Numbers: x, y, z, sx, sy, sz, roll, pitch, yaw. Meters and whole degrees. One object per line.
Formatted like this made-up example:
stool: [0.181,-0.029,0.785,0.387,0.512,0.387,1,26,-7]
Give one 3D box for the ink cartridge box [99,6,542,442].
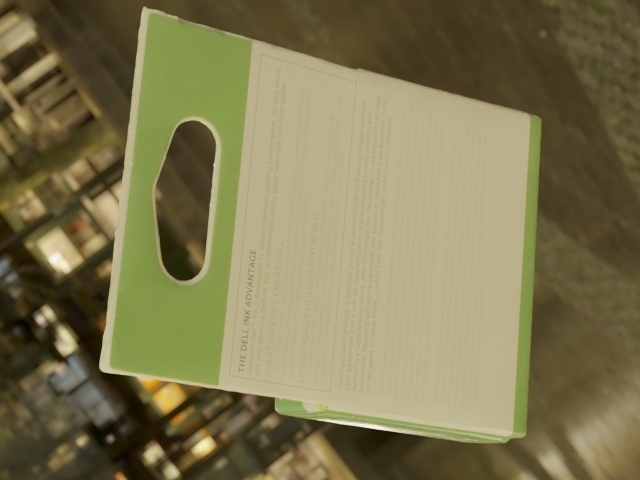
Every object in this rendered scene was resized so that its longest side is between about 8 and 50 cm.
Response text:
ink cartridge box: [0.000,0.000,0.790,0.235,0.171,0.056,12,167,-29]
